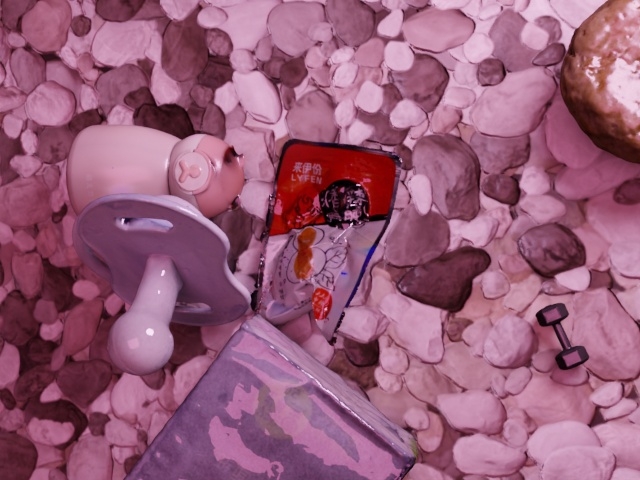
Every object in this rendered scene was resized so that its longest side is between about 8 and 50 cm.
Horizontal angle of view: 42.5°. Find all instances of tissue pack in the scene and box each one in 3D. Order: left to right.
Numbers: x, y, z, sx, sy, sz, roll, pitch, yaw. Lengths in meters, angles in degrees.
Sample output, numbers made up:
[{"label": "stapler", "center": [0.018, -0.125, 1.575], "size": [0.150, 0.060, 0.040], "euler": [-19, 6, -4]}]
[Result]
[{"label": "tissue pack", "center": [-0.098, 0.338, 1.089], "size": [0.288, 0.124, 0.394], "euler": [38, 97, 7]}]

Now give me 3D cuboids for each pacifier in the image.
[{"label": "pacifier", "center": [-0.222, 0.066, 1.057], "size": [0.238, 0.287, 0.226], "euler": [3, 51, 9]}]

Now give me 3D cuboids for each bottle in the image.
[{"label": "bottle", "center": [-0.217, -0.088, 1.145], "size": [0.236, 0.147, 0.148], "euler": [1, 87, 13]}]

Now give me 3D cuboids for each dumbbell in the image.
[{"label": "dumbbell", "center": [0.305, 0.121, 1.041], "size": [0.040, 0.036, 0.083], "euler": [-25, 80, 15]}]

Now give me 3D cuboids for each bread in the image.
[{"label": "bread", "center": [0.410, -0.195, 0.987], "size": [0.230, 0.123, 0.230], "euler": [-3, 82, 19]}]

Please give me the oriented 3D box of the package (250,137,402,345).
[{"label": "package", "center": [0.000, 0.000, 1.123], "size": [0.194, 0.071, 0.269], "euler": [12, 83, 22]}]
